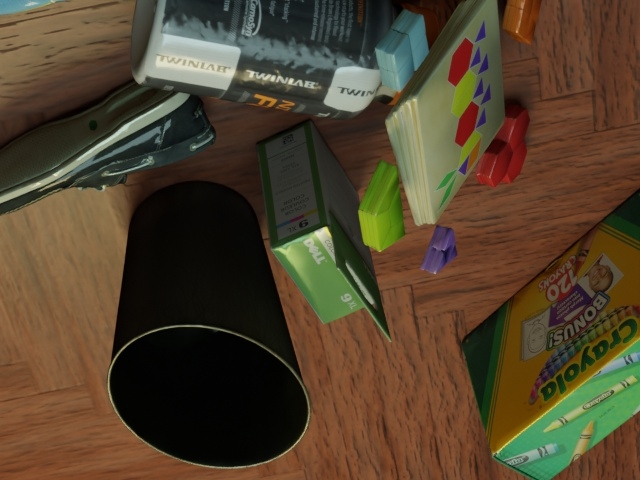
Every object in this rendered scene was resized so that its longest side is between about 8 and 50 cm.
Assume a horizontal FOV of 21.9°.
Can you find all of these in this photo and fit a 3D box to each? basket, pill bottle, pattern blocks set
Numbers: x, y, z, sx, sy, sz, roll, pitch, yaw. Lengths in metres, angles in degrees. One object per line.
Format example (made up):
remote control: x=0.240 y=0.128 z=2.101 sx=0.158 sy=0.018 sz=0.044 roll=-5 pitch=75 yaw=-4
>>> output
basket: x=-0.108 y=0.066 z=1.515 sx=0.154 sy=0.227 sz=0.204 roll=-34 pitch=127 yaw=20
pill bottle: x=-0.027 y=-0.173 z=1.383 sx=0.246 sy=0.130 sz=0.130 roll=9 pitch=129 yaw=-16
pattern blocks set: x=0.111 y=-0.108 z=1.402 sx=0.026 sy=0.285 sz=0.324 roll=23 pitch=142 yaw=24

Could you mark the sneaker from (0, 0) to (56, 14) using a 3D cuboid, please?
sneaker: x=-0.215 y=-0.299 z=1.249 sx=0.208 sy=0.127 sz=0.319 roll=33 pitch=129 yaw=-29

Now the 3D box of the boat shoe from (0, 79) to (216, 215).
boat shoe: x=-0.207 y=-0.070 z=1.476 sx=0.233 sy=0.084 sz=0.079 roll=-24 pitch=130 yaw=8

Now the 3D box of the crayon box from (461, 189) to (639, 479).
crayon box: x=0.276 y=0.093 z=1.642 sx=0.081 sy=0.165 sz=0.278 roll=31 pitch=120 yaw=-30

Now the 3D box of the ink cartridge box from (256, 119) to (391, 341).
ink cartridge box: x=0.000 y=0.000 z=1.486 sx=0.062 sy=0.209 sz=0.109 roll=-24 pitch=130 yaw=11
